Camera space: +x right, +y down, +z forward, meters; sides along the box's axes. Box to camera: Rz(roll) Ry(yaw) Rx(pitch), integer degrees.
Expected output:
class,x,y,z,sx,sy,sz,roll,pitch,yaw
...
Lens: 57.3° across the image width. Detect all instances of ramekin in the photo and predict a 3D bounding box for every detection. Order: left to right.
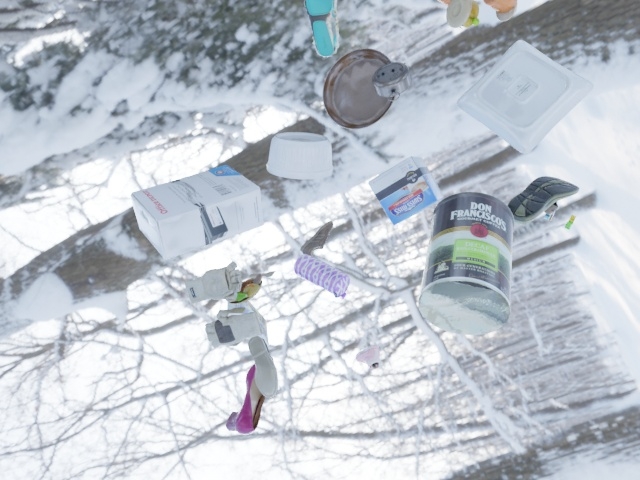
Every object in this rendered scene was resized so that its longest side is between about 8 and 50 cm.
class,x,y,z,sx,sy,sz,roll,pitch,yaw
ramekin,-0.060,-0.265,1.799,0.207,0.207,0.109,-61,-23,-68

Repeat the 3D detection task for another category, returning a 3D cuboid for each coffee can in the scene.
class,x,y,z,sx,sy,sz,roll,pitch,yaw
coffee can,0.347,0.052,1.374,0.201,0.201,0.275,51,-140,-34

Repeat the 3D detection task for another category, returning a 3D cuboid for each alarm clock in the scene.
class,x,y,z,sx,sy,sz,roll,pitch,yaw
alarm clock,0.242,-0.535,1.973,0.064,0.129,0.192,58,-157,-48

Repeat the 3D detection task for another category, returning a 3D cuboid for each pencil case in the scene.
class,x,y,z,sx,sy,sz,roll,pitch,yaw
pencil case,0.006,0.117,1.937,0.206,0.086,0.088,29,149,35

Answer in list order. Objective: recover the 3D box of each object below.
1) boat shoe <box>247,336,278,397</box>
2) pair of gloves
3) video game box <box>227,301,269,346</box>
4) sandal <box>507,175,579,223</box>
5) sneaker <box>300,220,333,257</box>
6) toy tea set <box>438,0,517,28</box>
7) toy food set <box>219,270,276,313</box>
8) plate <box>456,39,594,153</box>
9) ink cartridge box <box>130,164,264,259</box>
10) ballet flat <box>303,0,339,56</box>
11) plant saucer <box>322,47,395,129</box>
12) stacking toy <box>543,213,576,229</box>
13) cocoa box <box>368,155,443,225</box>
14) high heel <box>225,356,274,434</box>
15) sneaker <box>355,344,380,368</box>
class,x,y,z,sx,sy,sz,roll,pitch,yaw
boat shoe,-0.171,0.400,1.843,0.065,0.075,0.206,57,-171,-59
pair of gloves,-0.284,0.198,1.736,0.042,0.204,0.240,-23,-92,-61
video game box,-0.260,0.279,2.098,0.187,0.048,0.205,53,-176,-20
sandal,0.689,-0.121,1.843,0.120,0.302,0.086,39,146,41
sneaker,0.000,0.000,2.492,0.071,0.188,0.066,44,171,10
toy tea set,0.404,-0.662,1.535,0.124,0.200,0.336,3,-129,-33
toy food set,-0.235,0.148,1.815,0.192,0.132,0.039,-53,-57,-41
plate,0.579,-0.426,1.680,0.278,0.277,0.045,46,-178,28
ink cartridge box,-0.449,-0.115,2.140,0.285,0.394,0.166,36,138,47
ballet flat,0.007,-0.603,1.543,0.241,0.091,0.077,87,-169,-46
plant saucer,0.154,-0.572,2.228,0.050,0.310,0.311,8,-123,-63
stacking toy,0.822,-0.098,2.089,0.166,0.052,0.221,27,-165,21
cocoa box,0.399,-0.229,2.666,0.228,0.231,0.347,61,-162,2
high heel,-0.254,0.659,2.507,0.127,0.181,0.377,44,-127,-28
sneaker,0.160,0.403,1.960,0.050,0.134,0.070,1,-118,-25
